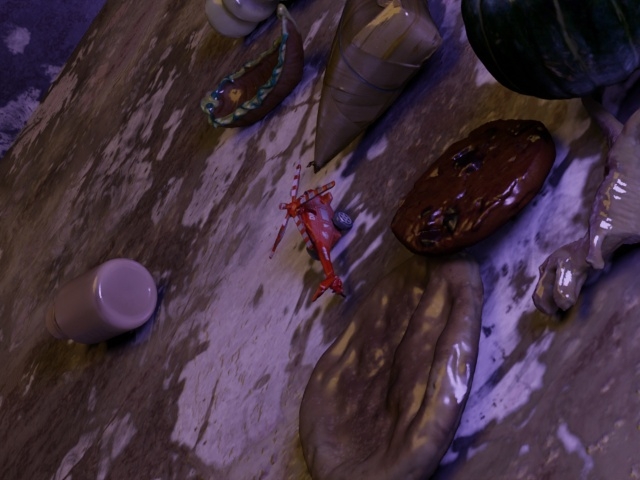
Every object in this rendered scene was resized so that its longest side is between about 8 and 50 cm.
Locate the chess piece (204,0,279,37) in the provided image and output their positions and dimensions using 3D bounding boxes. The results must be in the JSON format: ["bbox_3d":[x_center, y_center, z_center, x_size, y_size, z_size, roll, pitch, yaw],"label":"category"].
[{"bbox_3d":[-0.113,-0.431,2.140,0.251,0.144,0.144,-34,35,52],"label":"chess piece"}]

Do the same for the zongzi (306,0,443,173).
[{"bbox_3d":[0.055,-0.233,1.638,0.256,0.115,0.228,-58,18,30],"label":"zongzi"}]

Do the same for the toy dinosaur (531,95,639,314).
[{"bbox_3d":[0.256,-0.063,1.098,0.200,0.072,0.251,145,138,-60],"label":"toy dinosaur"}]

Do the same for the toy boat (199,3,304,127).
[{"bbox_3d":[-0.086,-0.257,1.932,0.293,0.099,0.108,-40,31,52],"label":"toy boat"}]

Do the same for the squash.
[{"bbox_3d":[0.237,-0.226,1.168,0.218,0.172,0.218,-38,3,2],"label":"squash"}]

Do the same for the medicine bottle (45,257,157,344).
[{"bbox_3d":[-0.362,0.107,2.016,0.252,0.114,0.114,-23,43,52],"label":"medicine bottle"}]

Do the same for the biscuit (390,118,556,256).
[{"bbox_3d":[0.150,-0.054,1.266,0.192,0.049,0.192,-39,18,16],"label":"biscuit"}]

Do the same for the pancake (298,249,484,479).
[{"bbox_3d":[0.067,0.137,1.250,0.294,0.049,0.294,-45,28,32],"label":"pancake"}]

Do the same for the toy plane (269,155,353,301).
[{"bbox_3d":[0.005,-0.006,1.506,0.126,0.077,0.194,-60,32,7],"label":"toy plane"}]
